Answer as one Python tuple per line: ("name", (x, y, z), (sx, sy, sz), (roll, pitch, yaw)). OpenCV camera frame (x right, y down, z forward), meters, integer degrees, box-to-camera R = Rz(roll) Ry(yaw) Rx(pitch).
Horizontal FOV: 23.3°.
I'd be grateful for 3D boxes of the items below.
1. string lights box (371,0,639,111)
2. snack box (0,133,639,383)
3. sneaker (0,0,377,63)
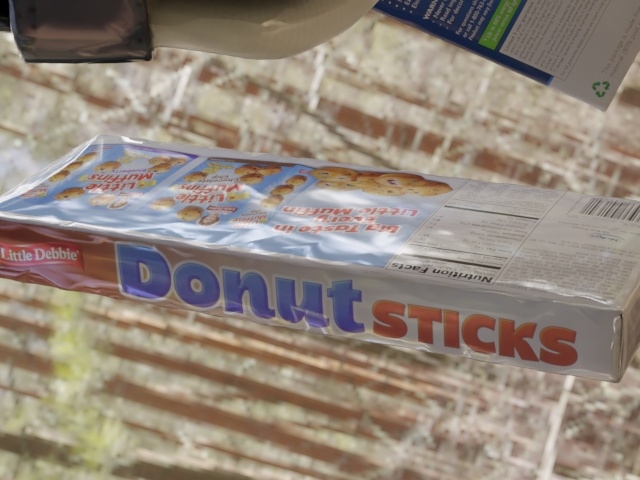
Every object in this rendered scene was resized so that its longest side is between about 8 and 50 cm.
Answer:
("string lights box", (0.044, -0.175, 0.723), (0.133, 0.260, 0.077), (-63, 15, 18))
("snack box", (0.000, 0.000, 0.407), (0.064, 0.178, 0.022), (-44, -44, -54))
("sneaker", (-0.071, -0.104, 0.336), (0.127, 0.321, 0.126), (-125, 25, -45))
